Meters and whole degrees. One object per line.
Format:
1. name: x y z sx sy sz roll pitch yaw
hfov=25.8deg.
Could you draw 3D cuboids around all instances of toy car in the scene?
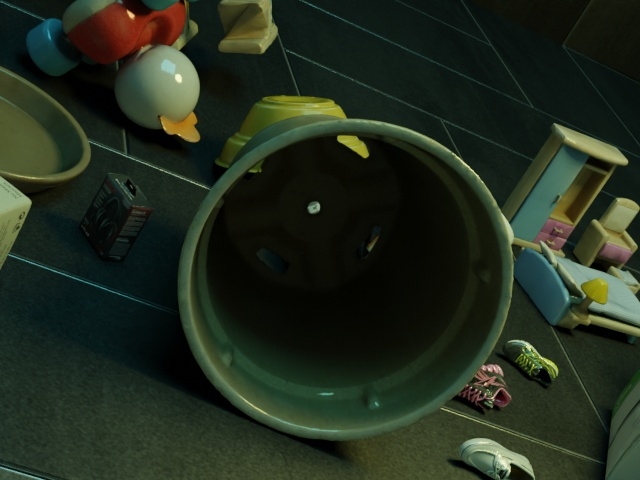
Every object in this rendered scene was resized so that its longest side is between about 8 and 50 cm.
1. toy car: -0.224 -0.235 1.872 0.238 0.219 0.210 61 23 -5

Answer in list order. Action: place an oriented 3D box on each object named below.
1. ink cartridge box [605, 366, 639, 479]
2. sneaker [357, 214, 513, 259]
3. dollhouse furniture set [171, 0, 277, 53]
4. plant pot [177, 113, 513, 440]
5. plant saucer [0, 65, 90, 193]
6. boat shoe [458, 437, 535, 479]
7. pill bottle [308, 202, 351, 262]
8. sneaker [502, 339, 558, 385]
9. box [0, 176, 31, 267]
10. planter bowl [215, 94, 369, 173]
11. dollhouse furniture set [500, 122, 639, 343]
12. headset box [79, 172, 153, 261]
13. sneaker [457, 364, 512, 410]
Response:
1. ink cartridge box: 0.449 0.263 1.751 0.160 0.092 0.219 32 23 3
2. sneaker: 0.094 -0.003 1.776 0.126 0.127 0.321 54 -23 -24
3. dollhouse furniture set: -0.245 -0.497 2.134 0.394 0.362 0.256 3 23 9
4. plant pot: 0.007 0.001 1.512 0.334 0.333 0.305 25 12 -15
5. plant saucer: -0.396 -0.138 1.594 0.278 0.041 0.278 26 24 -13
6. boat shoe: 0.197 0.249 1.549 0.100 0.035 0.035 26 20 -29
7. pill bottle: 0.000 0.000 1.752 0.078 0.078 0.137 23 24 -19
8. sneaker: 0.275 0.160 1.827 0.083 0.031 0.035 30 23 -4
9. box: -0.388 -0.002 1.257 0.113 0.094 0.275 35 23 9
10. planter bowl: -0.032 -0.145 1.872 0.217 0.090 0.217 2 11 0
11. dollhouse furniture set: 0.453 0.010 2.138 0.286 0.198 0.303 16 27 -31
12. headset box: -0.222 -0.029 1.530 0.032 0.083 0.062 6 34 -46
13. sneaker: 0.186 0.177 1.676 0.119 0.047 0.057 8 44 -41
